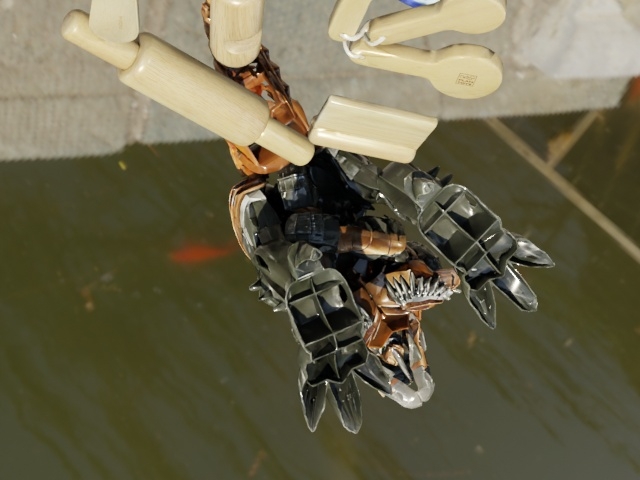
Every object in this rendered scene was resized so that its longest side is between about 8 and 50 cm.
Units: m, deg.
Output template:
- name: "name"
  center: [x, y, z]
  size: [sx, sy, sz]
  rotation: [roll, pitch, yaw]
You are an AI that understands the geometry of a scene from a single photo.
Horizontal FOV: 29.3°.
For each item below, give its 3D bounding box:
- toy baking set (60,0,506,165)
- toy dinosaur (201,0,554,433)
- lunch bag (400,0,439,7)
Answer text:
- name: "toy baking set"
  center: [-0.027, -0.109, 0.586]
  size: [0.256, 0.030, 0.197]
  rotation: [24, 148, -32]
- name: "toy dinosaur"
  center: [0.000, 0.000, 0.773]
  size: [0.322, 0.218, 0.164]
  rotation: [37, 94, -35]
- name: "lunch bag"
  center: [0.084, -0.288, 1.120]
  size: [0.129, 0.151, 0.096]
  rotation: [-64, 180, -40]
